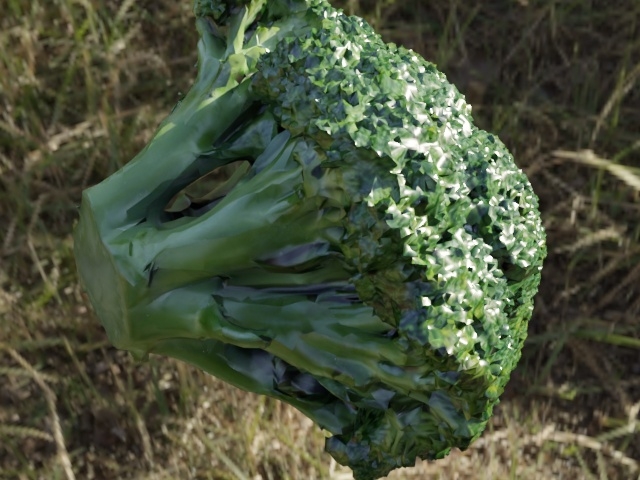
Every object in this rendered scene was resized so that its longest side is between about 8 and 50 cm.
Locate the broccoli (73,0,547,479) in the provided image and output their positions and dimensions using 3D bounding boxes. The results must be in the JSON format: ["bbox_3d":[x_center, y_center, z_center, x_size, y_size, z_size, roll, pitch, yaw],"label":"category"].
[{"bbox_3d":[0.000,0.000,0.647,0.241,0.269,0.261,-13,59,-20],"label":"broccoli"}]
